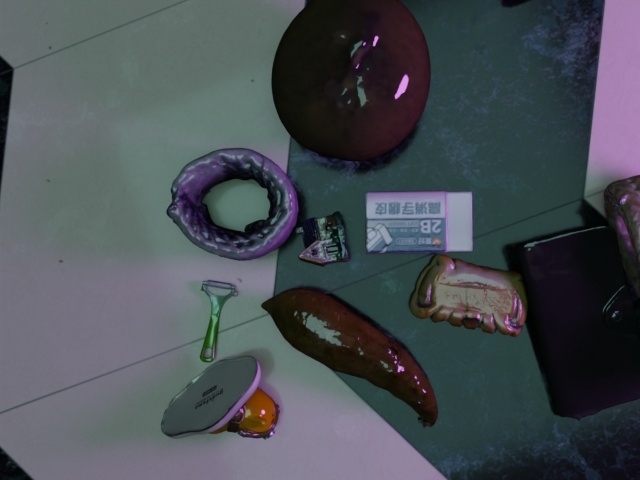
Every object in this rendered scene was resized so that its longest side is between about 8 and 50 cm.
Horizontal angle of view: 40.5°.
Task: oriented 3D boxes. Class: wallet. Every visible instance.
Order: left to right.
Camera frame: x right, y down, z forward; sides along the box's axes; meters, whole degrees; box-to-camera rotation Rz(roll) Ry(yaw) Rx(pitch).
[{"bbox_3d":[0.509,0.157,1.669,0.197,0.051,0.377,-15,102,4],"label":"wallet"}]

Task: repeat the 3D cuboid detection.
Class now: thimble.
[{"bbox_3d":[-0.167,-0.068,1.701,0.246,0.157,0.217,4,87,3],"label":"thimble"},{"bbox_3d":[0.628,-0.014,1.621,0.148,0.196,0.229,-15,90,8],"label":"thimble"}]

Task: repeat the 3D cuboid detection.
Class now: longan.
[{"bbox_3d":[0.059,-0.308,1.616,0.319,0.319,0.319,0,89,4],"label":"longan"}]

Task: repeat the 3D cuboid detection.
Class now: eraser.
[{"bbox_3d":[0.193,-0.036,1.717,0.210,0.068,0.124,0,89,3],"label":"eraser"}]

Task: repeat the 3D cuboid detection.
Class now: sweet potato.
[{"bbox_3d":[0.076,0.219,1.701,0.423,0.130,0.130,33,92,-4],"label":"sweet potato"}]

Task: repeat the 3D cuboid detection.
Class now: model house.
[{"bbox_3d":[0.000,0.000,1.720,0.100,0.088,0.100,-10,85,3],"label":"model house"}]

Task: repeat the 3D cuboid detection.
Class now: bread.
[{"bbox_3d":[0.295,0.110,1.701,0.225,0.081,0.134,13,85,6],"label":"bread"}]

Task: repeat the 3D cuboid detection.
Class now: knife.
[{"bbox_3d":[-0.215,0.166,1.765,0.078,0.022,0.166,8,88,11],"label":"knife"}]

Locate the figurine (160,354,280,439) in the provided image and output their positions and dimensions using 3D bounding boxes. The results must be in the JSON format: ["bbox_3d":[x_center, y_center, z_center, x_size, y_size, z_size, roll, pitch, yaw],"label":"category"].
[{"bbox_3d":[-0.182,0.346,1.737,0.250,0.166,0.141,-26,126,27],"label":"figurine"}]
